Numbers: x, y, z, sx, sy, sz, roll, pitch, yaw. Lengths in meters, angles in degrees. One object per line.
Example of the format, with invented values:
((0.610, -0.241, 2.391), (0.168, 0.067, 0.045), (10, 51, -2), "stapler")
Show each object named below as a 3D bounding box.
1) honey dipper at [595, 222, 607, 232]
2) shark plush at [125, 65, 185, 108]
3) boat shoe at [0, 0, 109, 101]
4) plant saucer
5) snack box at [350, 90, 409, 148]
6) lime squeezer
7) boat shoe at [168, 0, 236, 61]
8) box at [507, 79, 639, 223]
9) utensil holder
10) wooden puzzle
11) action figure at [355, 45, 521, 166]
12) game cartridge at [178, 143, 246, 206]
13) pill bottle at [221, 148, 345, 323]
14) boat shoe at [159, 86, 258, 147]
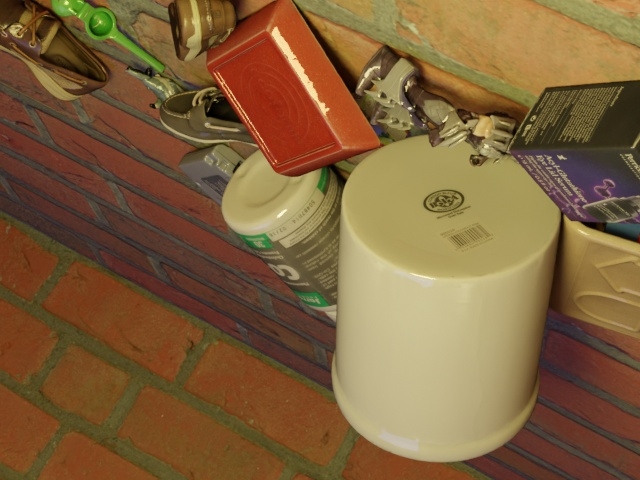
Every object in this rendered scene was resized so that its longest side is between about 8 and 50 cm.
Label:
((0.403, -0.043, 1.665), (0.030, 0.030, 0.161), (24, 159, 23), "honey dipper")
((-0.284, -0.262, 2.150), (0.073, 0.067, 0.161), (8, 150, 51), "shark plush")
((-0.523, -0.385, 2.168), (0.123, 0.123, 0.342), (-4, 142, 39), "boat shoe")
((-0.058, -0.213, 1.781), (0.258, 0.048, 0.259), (57, 149, -12), "plant saucer")
((0.057, -0.186, 1.842), (0.100, 0.037, 0.141), (44, 158, -29), "snack box")
((-0.409, -0.385, 2.056), (0.310, 0.059, 0.110), (33, 162, -4), "lime squeezer")
((-0.172, -0.322, 1.776), (0.257, 0.095, 0.095), (-142, 42, -76), "boat shoe")
((0.363, -0.106, 1.444), (0.153, 0.108, 0.207), (43, 159, -28), "box")
((0.178, 0.081, 1.743), (0.327, 0.327, 0.385), (24, 139, 24), "utensil holder")
((0.500, 0.072, 1.698), (0.348, 0.080, 0.322), (23, 161, 13), "wooden puzzle")
((0.185, -0.157, 1.597), (0.285, 0.099, 0.185), (30, -179, 31), "action figure")
((-0.144, -0.086, 2.405), (0.294, 0.060, 0.196), (40, 157, -22), "game cartridge")
((0.000, 0.000, 2.148), (0.204, 0.204, 0.361), (12, 153, 46), "pill bottle")
((-0.130, -0.215, 1.987), (0.335, 0.112, 0.095), (17, 140, 24), "boat shoe")
